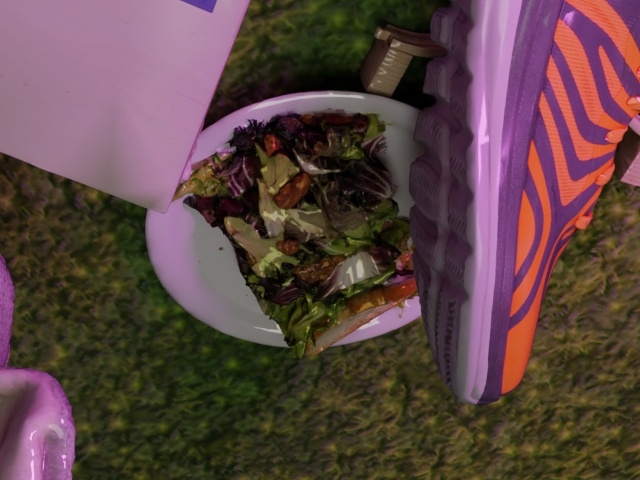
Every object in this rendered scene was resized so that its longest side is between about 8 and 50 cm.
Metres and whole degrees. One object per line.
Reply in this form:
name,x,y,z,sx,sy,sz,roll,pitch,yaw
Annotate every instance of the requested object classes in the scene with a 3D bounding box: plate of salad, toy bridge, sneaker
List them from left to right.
plate of salad,0.000,0.000,0.833,0.200,0.048,0.200,-3,133,-3
toy bridge,0.113,-0.085,0.807,0.188,0.026,0.063,17,121,-22
sneaker,0.147,-0.066,0.732,0.180,0.124,0.321,0,112,-12

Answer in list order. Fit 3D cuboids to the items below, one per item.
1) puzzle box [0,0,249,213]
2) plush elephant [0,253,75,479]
puzzle box,-0.203,-0.198,0.581,0.409,0.052,0.272,22,122,-6
plush elephant,-0.256,0.045,0.669,0.255,0.272,0.330,-34,143,-9
